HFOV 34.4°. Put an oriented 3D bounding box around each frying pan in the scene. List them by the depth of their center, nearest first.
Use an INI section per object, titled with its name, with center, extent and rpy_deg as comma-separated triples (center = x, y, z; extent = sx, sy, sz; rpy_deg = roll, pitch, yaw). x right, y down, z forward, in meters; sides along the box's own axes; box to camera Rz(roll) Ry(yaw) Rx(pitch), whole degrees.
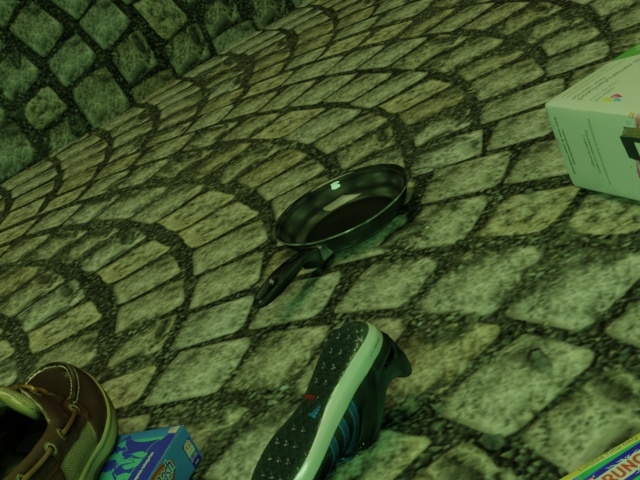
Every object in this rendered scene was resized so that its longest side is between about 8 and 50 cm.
[frying pan]
center = 0.027, -0.011, 1.317
extent = 0.197, 0.053, 0.326
rpy_deg = -21, 24, 13

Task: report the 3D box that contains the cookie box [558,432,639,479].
[cookie box]
center = 0.221, 0.178, 0.681
extent = 0.091, 0.040, 0.107
rpy_deg = -29, 21, -5

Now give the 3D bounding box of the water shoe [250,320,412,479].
[water shoe]
center = 0.014, 0.171, 0.896
extent = 0.203, 0.080, 0.073
rpy_deg = -59, 27, -12

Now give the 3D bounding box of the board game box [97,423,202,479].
[board game box]
center = -0.238, 0.259, 1.002
extent = 0.210, 0.047, 0.160
rpy_deg = -16, 24, 27

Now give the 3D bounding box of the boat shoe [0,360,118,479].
[boat shoe]
center = -0.278, 0.185, 0.980
extent = 0.123, 0.123, 0.342
rpy_deg = -25, 21, 4

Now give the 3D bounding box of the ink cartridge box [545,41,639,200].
[ink cartridge box]
center = 0.406, -0.130, 1.069
extent = 0.201, 0.117, 0.278
rpy_deg = -33, 23, -16
